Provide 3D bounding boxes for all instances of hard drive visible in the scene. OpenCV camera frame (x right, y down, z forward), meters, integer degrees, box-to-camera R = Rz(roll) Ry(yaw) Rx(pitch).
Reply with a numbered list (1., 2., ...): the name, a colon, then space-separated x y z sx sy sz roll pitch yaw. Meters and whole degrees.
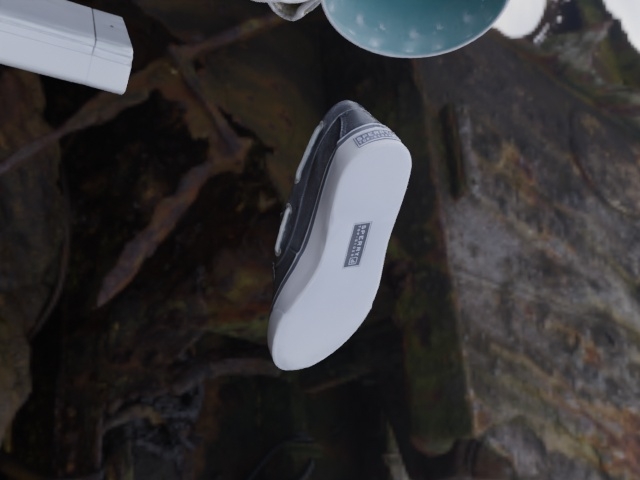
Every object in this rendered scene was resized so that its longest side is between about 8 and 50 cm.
1. hard drive: -0.354 -0.219 0.811 0.233 0.353 0.047 -124 -131 -64

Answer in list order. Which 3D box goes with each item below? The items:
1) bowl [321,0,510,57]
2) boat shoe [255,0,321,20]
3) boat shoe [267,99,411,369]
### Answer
1. bowl: 0.153 -0.467 1.472 0.311 0.312 0.163 75 13 -58
2. boat shoe: -0.027 -0.223 0.677 0.096 0.098 0.277 -55 173 4
3. boat shoe: 0.000 0.000 0.918 0.102 0.108 0.301 54 -40 42
